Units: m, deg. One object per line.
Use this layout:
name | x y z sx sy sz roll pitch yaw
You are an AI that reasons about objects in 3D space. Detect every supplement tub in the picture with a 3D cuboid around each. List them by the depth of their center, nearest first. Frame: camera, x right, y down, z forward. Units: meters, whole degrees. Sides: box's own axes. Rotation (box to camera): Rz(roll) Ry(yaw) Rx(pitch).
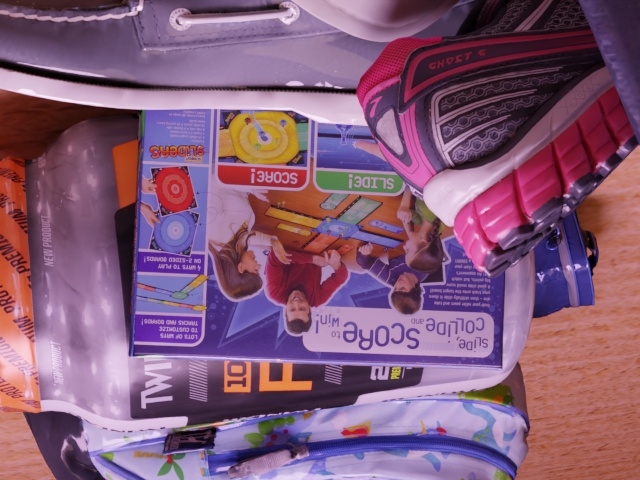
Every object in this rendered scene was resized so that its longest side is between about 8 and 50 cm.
supplement tub | -0.044 0.012 0.948 0.316 0.193 0.193 -7 156 -10

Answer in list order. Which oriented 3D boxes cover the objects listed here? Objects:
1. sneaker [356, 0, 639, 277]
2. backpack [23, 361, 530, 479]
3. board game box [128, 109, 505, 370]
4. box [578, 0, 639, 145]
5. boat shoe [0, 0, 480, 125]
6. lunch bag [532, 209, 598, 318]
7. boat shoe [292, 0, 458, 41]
sneaker | 0.144 -0.108 0.765 0.299 0.112 0.121 -38 171 -38
backpack | -0.020 0.128 1.187 0.356 0.273 0.290 -21 152 -1
board game box | 0.000 0.000 0.840 0.201 0.136 0.035 4 176 -9
box | 0.351 -0.086 0.486 0.472 0.480 0.297 -20 -162 19
boat shoe | -0.060 -0.123 0.804 0.320 0.116 0.099 4 110 -15
lunch bag | 0.180 0.013 1.194 0.065 0.067 0.098 -14 154 6
boat shoe | -0.035 -0.177 0.647 0.109 0.091 0.305 -42 148 15
